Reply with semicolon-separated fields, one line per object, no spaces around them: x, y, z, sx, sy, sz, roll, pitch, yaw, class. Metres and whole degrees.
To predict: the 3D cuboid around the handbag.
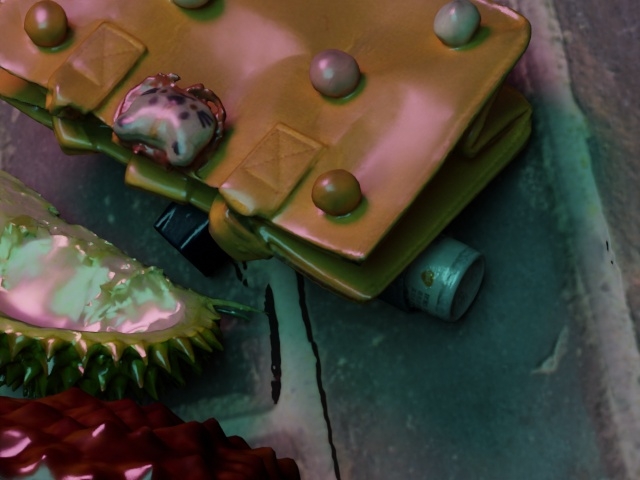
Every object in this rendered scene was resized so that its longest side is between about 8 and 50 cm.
-0.052;-0.137;1.529;0.401;0.133;0.283;30;63;20;handbag

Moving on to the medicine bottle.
0.000;0.000;1.547;0.258;0.079;0.124;23;77;20;medicine bottle

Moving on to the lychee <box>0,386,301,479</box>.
-0.192;0.308;1.313;0.499;0.424;0.425;-5;69;-18;lychee

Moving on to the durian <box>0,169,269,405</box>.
-0.241;0.034;1.569;0.351;0.158;0.169;27;75;25;durian
